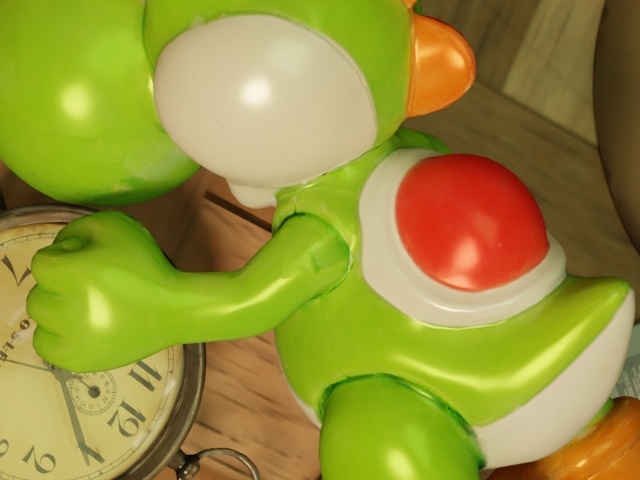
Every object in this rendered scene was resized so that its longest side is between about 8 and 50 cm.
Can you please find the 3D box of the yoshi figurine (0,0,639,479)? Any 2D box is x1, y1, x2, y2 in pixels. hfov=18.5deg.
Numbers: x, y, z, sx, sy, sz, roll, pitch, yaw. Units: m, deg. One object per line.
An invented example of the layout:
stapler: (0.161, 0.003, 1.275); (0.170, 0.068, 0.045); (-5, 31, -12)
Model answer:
yoshi figurine: (-0.015, 0.002, 0.783); (0.203, 0.203, 0.362); (-29, 102, -2)

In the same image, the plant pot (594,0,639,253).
plant pot: (0.299, -0.075, 0.924); (0.284, 0.191, 0.284); (1, 87, -20)

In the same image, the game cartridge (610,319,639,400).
game cartridge: (0.154, 0.083, 0.954); (0.056, 0.017, 0.083); (-20, 94, -23)

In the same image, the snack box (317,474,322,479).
snack box: (0.021, 0.226, 0.868); (0.174, 0.070, 0.207); (42, 73, -12)

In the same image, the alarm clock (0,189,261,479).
alarm clock: (-0.103, 0.063, 0.835); (0.192, 0.064, 0.129); (39, 75, -11)
